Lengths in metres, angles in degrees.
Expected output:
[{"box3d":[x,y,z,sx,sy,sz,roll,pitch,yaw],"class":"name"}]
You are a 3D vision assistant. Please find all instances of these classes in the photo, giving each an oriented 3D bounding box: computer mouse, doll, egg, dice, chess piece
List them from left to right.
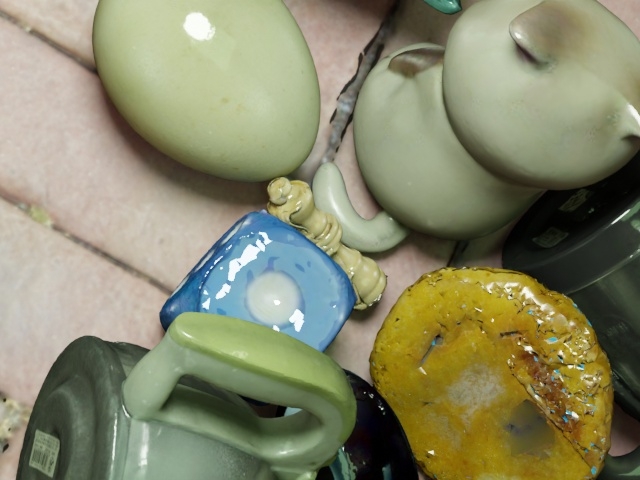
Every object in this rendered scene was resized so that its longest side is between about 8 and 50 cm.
[{"box3d":[-0.104,-0.164,1.388,0.253,0.188,0.188,45,71,-16],"class":"egg"},{"box3d":[-0.061,0.067,1.394,0.143,0.146,0.146,42,72,-8],"class":"dice"},{"box3d":[0.001,-0.001,1.432,0.060,0.060,0.172,-55,130,-18],"class":"chess piece"},{"box3d":[0.035,0.236,1.410,0.137,0.096,0.233,-17,96,-40],"class":"computer mouse"},{"box3d":[0.172,-0.122,1.417,0.215,0.370,0.226,40,54,-13],"class":"doll"}]

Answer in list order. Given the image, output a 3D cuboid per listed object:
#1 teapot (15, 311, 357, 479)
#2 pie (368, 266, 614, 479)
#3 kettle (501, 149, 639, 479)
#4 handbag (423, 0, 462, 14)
[{"box3d":[-0.122,0.183,1.295,0.239,0.239,0.322,13,107,-28],"class":"teapot"},{"box3d":[0.170,0.151,1.427,0.273,0.273,0.069,61,32,-3],"class":"pie"},{"box3d":[0.341,0.104,1.501,0.321,0.228,0.324,-42,102,-9],"class":"kettle"},{"box3d":[0.040,-0.354,1.462,0.274,0.100,0.269,20,40,-12],"class":"handbag"}]
